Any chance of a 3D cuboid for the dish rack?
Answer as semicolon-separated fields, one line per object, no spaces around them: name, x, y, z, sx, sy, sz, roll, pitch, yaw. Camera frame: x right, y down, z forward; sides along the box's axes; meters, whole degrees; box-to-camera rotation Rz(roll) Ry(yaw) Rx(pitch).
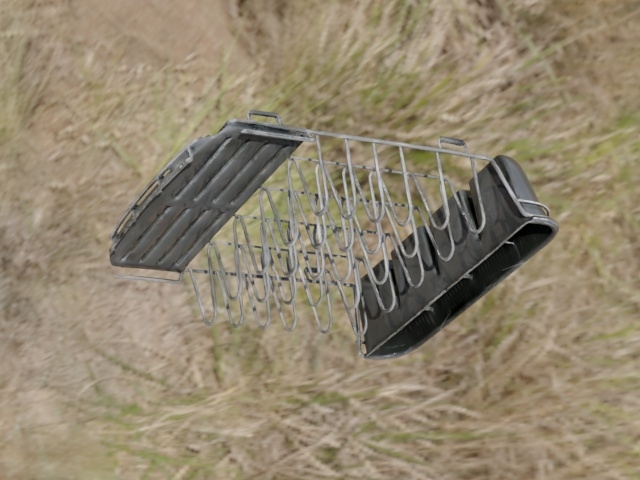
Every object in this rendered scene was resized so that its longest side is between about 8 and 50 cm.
dish rack;0.000;0.000;0.998;0.271;0.208;0.074;7;54;-34
